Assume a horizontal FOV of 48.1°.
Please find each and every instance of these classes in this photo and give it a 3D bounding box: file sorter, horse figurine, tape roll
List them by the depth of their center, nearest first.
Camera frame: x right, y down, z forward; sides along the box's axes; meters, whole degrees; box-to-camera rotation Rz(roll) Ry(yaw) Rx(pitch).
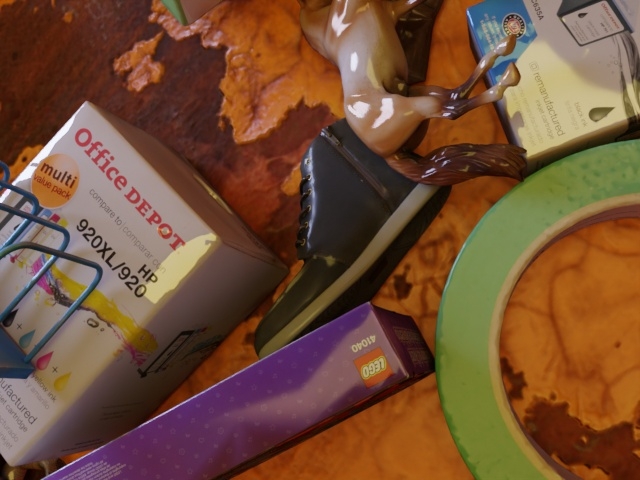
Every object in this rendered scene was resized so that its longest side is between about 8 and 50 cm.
[{"bbox_3d":[-0.252,-0.003,0.490,0.170,0.118,0.104,42,90,19],"label":"file sorter"},{"bbox_3d":[0.250,0.087,0.546,0.321,0.077,0.322,-2,82,14],"label":"tape roll"},{"bbox_3d":[0.066,-0.147,0.582,0.174,0.066,0.264,-32,69,35],"label":"horse figurine"}]

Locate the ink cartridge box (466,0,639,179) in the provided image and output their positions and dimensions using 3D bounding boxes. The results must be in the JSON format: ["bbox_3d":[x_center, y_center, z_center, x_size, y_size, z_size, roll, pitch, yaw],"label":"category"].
[{"bbox_3d":[0.231,-0.152,0.579,0.190,0.082,0.140,-21,78,12],"label":"ink cartridge box"}]

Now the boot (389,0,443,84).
[{"bbox_3d":[0.057,-0.201,0.655,0.106,0.037,0.114,16,92,18],"label":"boot"}]

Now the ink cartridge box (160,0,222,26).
[{"bbox_3d":[-0.164,-0.402,0.672,0.207,0.119,0.353,-40,75,-8],"label":"ink cartridge box"}]

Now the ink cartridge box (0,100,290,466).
[{"bbox_3d":[-0.180,0.038,0.612,0.233,0.168,0.171,-46,73,4],"label":"ink cartridge box"}]

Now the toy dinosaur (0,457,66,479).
[{"bbox_3d":[-0.357,0.218,0.663,0.200,0.127,0.296,-25,72,17],"label":"toy dinosaur"}]

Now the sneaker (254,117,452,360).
[{"bbox_3d":[0.000,0.000,0.615,0.118,0.083,0.222,38,75,21],"label":"sneaker"}]

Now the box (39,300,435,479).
[{"bbox_3d":[-0.057,0.144,0.551,0.293,0.201,0.057,-30,76,9],"label":"box"}]
